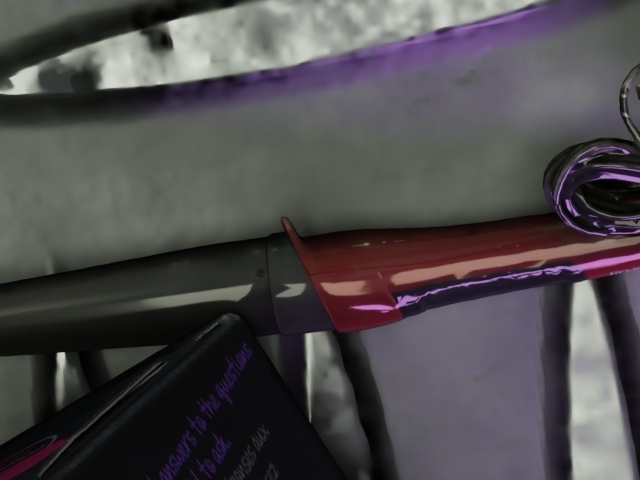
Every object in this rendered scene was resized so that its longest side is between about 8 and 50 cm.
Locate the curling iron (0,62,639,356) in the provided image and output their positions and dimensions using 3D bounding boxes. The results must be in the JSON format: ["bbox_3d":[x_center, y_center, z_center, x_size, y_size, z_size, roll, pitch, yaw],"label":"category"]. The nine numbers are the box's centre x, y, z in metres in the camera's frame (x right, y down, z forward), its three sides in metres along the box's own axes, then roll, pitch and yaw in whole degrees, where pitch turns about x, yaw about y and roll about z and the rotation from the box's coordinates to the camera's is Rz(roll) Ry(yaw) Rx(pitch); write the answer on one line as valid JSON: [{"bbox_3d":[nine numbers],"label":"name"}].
[{"bbox_3d":[0.000,0.000,0.561,0.274,0.035,0.068,-11,129,12],"label":"curling iron"}]

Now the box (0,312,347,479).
[{"bbox_3d":[-0.035,0.185,0.532,0.165,0.143,0.270,-31,94,24],"label":"box"}]
